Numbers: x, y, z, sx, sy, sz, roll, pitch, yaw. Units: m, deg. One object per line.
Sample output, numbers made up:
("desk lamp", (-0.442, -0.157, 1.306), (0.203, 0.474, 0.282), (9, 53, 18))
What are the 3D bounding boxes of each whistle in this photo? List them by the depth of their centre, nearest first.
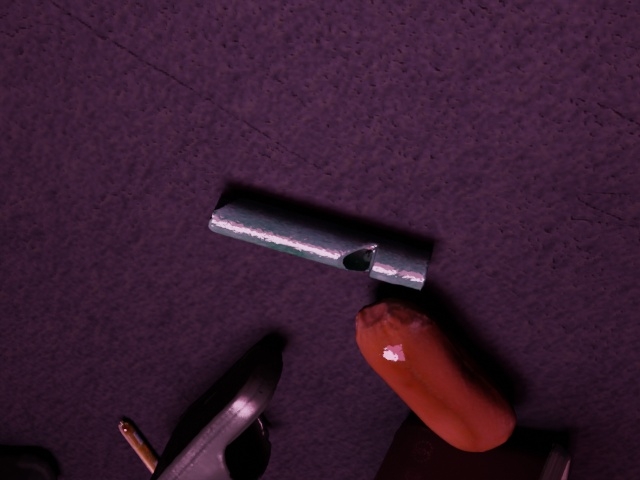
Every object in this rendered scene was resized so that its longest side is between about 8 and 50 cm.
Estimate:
("whistle", (0.000, 0.000, 1.093), (0.186, 0.039, 0.039), (16, 137, 2))

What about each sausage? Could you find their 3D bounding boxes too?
("sausage", (0.102, 0.120, 1.157), (0.077, 0.077, 0.194), (-21, 126, 35))
("sausage", (-0.191, 0.225, 1.405), (0.015, 0.015, 0.100), (-8, 131, 25))

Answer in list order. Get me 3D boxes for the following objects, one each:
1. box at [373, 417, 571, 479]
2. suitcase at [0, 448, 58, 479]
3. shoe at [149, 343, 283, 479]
("box", (0.110, 0.314, 1.207), (0.167, 0.294, 0.193), (17, 138, 18))
("suitcase", (-0.451, 0.316, 1.446), (0.285, 0.206, 0.066), (1, 131, 17))
("shoe", (-0.086, 0.198, 1.276), (0.093, 0.108, 0.241), (33, 132, -10))
